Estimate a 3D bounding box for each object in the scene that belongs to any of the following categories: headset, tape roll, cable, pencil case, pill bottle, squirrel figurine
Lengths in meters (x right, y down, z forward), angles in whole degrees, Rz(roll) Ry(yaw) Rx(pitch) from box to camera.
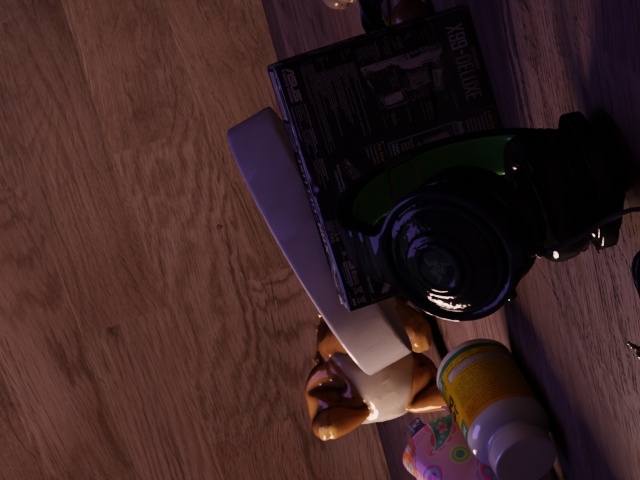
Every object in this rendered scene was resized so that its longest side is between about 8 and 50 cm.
[{"bbox_3d":[0.183,0.003,1.314,0.394,0.243,0.185,21,133,57],"label":"headset"},{"bbox_3d":[0.000,0.000,1.959,0.392,0.072,0.392,59,-176,-6],"label":"tape roll"},{"bbox_3d":[0.060,-0.390,2.174,0.150,0.047,0.184,-114,7,-49],"label":"cable"},{"bbox_3d":[0.239,0.355,2.023,0.284,0.124,0.124,42,156,38],"label":"pencil case"},{"bbox_3d":[0.245,0.238,1.994,0.208,0.117,0.118,-116,9,-53],"label":"pill bottle"},{"bbox_3d":[0.071,0.142,2.714,0.397,0.281,0.370,-168,67,-81],"label":"squirrel figurine"}]

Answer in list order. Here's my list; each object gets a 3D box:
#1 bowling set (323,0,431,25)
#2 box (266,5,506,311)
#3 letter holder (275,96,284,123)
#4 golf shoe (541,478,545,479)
[{"bbox_3d":[0.051,-0.342,1.848,0.287,0.154,0.200,175,78,-85],"label":"bowling set"},{"bbox_3d":[0.097,-0.099,1.723,0.076,0.242,0.307,-143,34,-80],"label":"box"},{"bbox_3d":[0.067,-0.105,2.148,0.152,0.214,0.302,-116,10,-56],"label":"letter holder"},{"bbox_3d":[0.305,0.406,2.176,0.273,0.105,0.120,162,106,-79],"label":"golf shoe"}]
